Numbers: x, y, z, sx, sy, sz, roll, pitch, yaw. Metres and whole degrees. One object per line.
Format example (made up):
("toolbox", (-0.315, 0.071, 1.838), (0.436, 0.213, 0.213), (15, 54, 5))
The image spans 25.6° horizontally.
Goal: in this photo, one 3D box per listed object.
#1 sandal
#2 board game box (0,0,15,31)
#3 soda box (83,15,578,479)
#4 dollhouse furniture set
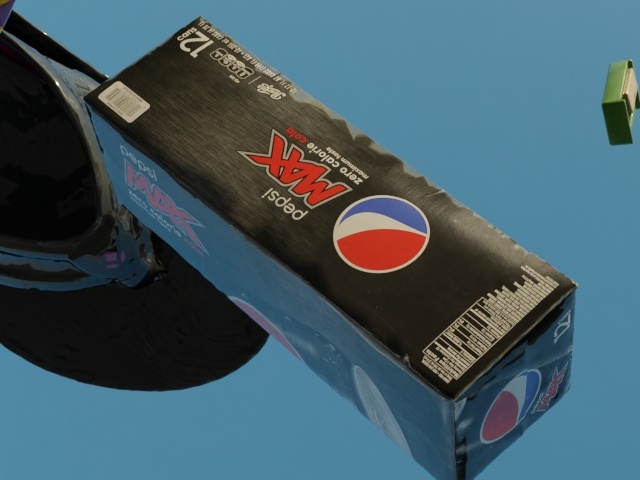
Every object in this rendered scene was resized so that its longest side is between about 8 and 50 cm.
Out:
("sandal", (-0.202, -0.070, 0.773), (0.167, 0.107, 0.446), (-44, -77, 3))
("board game box", (-0.190, -0.127, 0.530), (0.133, 0.033, 0.168), (-16, -87, 18))
("soda box", (0.000, 0.000, 0.445), (0.053, 0.060, 0.169), (-38, -123, -21))
("dollhouse furniture set", (0.265, -0.094, 0.920), (0.152, 0.058, 0.076), (-6, -58, 24))
